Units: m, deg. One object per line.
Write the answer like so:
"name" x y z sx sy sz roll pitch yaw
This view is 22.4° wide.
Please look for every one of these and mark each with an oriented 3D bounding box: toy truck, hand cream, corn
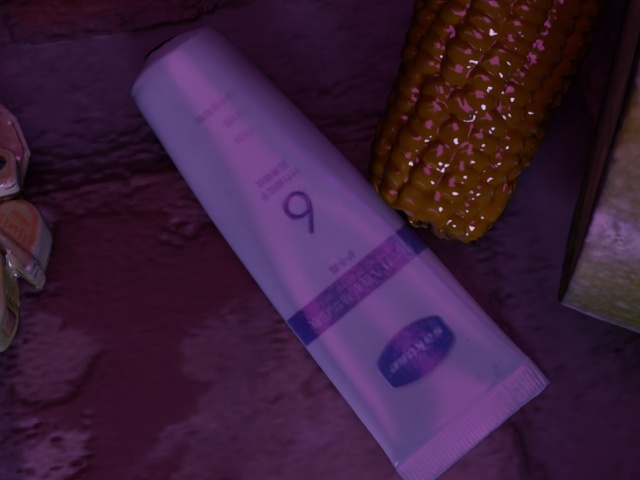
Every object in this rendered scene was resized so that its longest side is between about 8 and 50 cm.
"toy truck" -0.229 -0.018 1.009 0.116 0.085 0.191 -6 76 -3
"hand cream" 0.000 0.000 1.016 0.109 0.067 0.321 -39 87 -6
"corn" 0.126 -0.173 0.979 0.120 0.120 0.363 20 96 7

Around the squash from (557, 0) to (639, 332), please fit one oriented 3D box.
"squash" 0.344 -0.032 0.891 0.384 0.263 0.263 15 80 6
